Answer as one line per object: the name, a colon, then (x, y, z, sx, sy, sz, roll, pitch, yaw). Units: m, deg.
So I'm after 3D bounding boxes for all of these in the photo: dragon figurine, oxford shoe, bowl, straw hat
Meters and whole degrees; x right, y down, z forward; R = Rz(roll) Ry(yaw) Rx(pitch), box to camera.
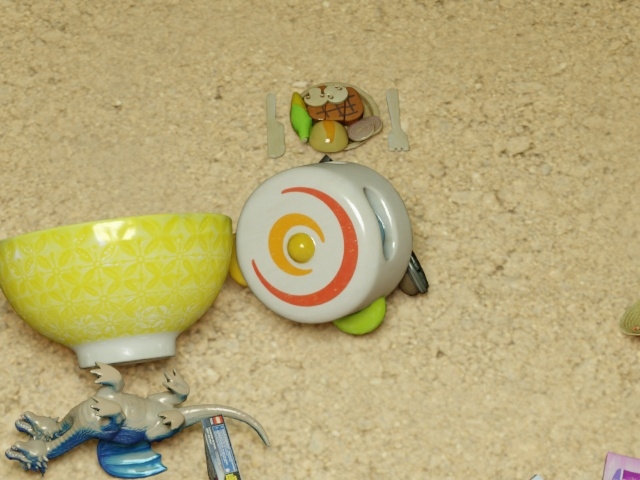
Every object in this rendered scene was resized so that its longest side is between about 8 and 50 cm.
dragon figurine: (-0.214, 0.218, 1.730, 0.289, 0.144, 0.085, 7, 50, -20)
oxford shoe: (0.049, 0.000, 1.909, 0.096, 0.083, 0.227, -43, 65, -2)
bowl: (-0.235, 0.067, 1.759, 0.290, 0.289, 0.156, -8, 84, -7)
straw hat: (0.440, 0.104, 1.835, 0.144, 0.144, 0.061, -32, 102, -22)

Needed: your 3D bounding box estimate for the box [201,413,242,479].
box: (-0.106, 0.267, 1.664, 0.027, 0.137, 0.094, -13, 56, -10)

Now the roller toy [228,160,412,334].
roller toy: (0.000, 0.000, 1.806, 0.209, 0.191, 0.146, 30, 18, 19)

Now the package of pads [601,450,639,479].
package of pads: (0.348, 0.287, 1.722, 0.050, 0.032, 0.083, 11, 55, 9)

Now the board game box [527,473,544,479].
board game box: (0.224, 0.453, 1.568, 0.302, 0.086, 0.308, -34, 61, -23)

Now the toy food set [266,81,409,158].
toy food set: (0.020, -0.172, 2.044, 0.192, 0.038, 0.132, -4, 54, -4)
